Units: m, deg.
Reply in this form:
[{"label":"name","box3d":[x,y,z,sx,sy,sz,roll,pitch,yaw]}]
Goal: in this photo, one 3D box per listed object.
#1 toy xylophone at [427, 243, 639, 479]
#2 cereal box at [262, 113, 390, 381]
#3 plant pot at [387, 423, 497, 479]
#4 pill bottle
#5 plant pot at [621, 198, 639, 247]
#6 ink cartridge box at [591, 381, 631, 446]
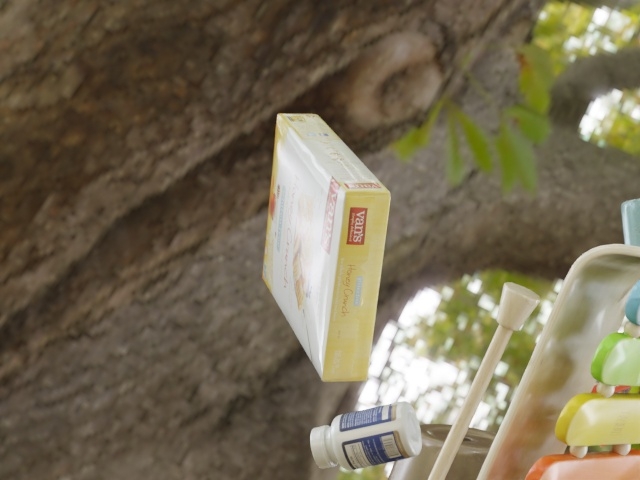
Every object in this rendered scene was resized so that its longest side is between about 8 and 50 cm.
[{"label":"toy xylophone","box3d":[0.194,0.137,1.235,0.081,0.236,0.323,29,-69,35]},{"label":"cereal box","box3d":[0.000,0.000,1.429,0.047,0.240,0.173,1,-71,-15]},{"label":"plant pot","box3d":[0.175,0.366,2.087,0.263,0.229,0.263,8,5,-1]},{"label":"pill bottle","box3d":[0.052,0.231,1.874,0.120,0.067,0.067,-14,-47,17]},{"label":"plant pot","box3d":[0.464,0.106,1.671,0.247,0.252,0.247,-8,-31,27]},{"label":"ink cartridge box","box3d":[0.266,0.147,1.570,0.115,0.063,0.029,51,-38,39]}]
